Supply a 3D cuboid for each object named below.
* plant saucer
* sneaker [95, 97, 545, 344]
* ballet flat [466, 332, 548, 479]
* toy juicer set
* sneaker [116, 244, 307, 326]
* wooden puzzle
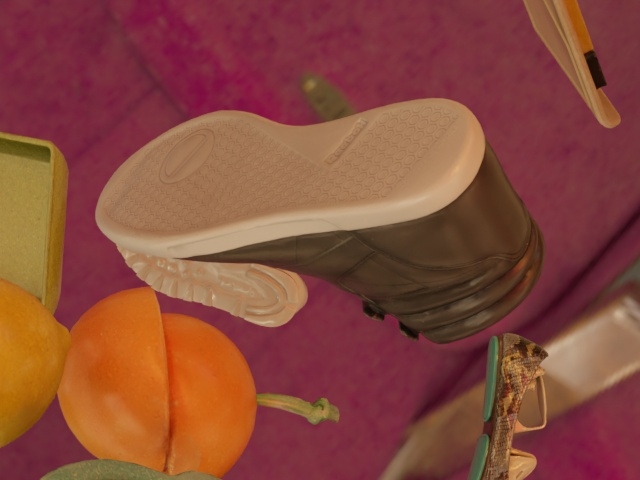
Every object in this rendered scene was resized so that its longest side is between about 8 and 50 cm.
[{"bbox_3d":[-0.315,-0.017,1.727,0.188,0.045,0.188,12,101,41],"label":"plant saucer"},{"bbox_3d":[0.000,0.000,1.015,0.295,0.105,0.147,-3,143,40],"label":"sneaker"},{"bbox_3d":[0.175,0.181,1.594,0.070,0.070,0.188,7,82,32],"label":"ballet flat"},{"bbox_3d":[-0.057,0.088,0.439,0.089,0.329,0.209,-39,84,22],"label":"toy juicer set"},{"bbox_3d":[-0.125,0.025,1.953,0.235,0.095,0.090,29,106,4],"label":"sneaker"},{"bbox_3d":[0.257,-0.264,1.922,0.044,0.221,0.239,-30,127,6],"label":"wooden puzzle"}]
